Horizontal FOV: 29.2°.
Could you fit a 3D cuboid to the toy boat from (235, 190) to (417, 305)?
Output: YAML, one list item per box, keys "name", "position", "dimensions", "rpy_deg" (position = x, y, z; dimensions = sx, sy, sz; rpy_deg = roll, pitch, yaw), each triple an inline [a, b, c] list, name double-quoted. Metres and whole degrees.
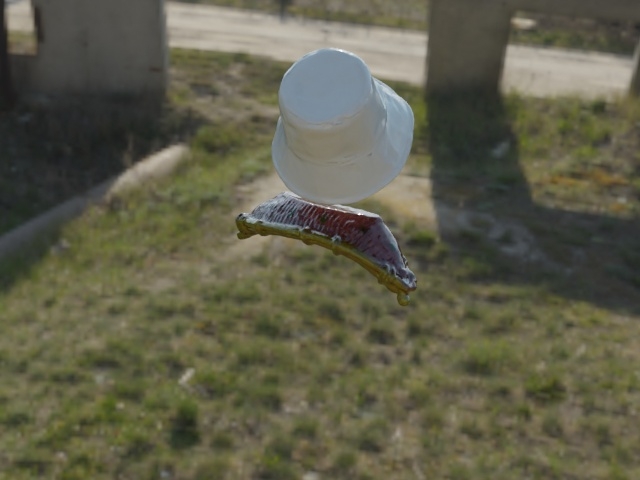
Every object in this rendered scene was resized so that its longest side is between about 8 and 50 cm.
- name: "toy boat"
  position: [0.003, -0.006, 1.632]
  dimensions: [0.318, 0.099, 0.141]
  rpy_deg: [20, 11, 40]

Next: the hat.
- name: "hat"
  position: [0.017, -0.157, 1.525]
  dimensions: [0.203, 0.203, 0.126]
  rpy_deg: [11, -24, 16]
